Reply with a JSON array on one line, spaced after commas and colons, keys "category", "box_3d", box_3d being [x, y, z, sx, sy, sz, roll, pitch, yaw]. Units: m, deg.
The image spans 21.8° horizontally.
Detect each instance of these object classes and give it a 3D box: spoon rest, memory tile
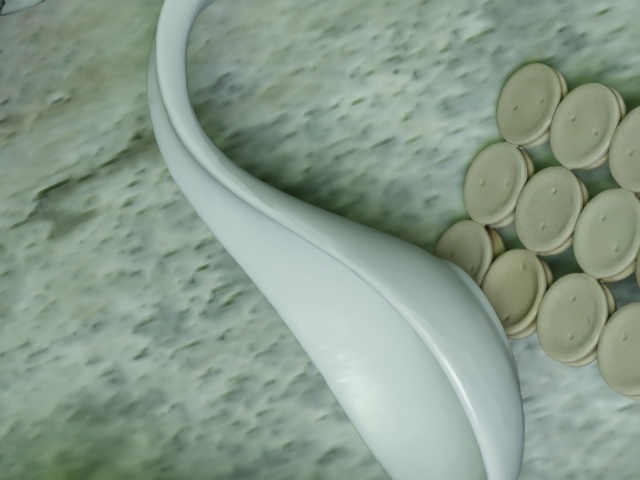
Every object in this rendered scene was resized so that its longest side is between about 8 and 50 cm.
[{"category": "spoon rest", "box_3d": [0.000, 0.000, 0.696, 0.084, 0.137, 0.276, -23, 78, -18]}, {"category": "memory tile", "box_3d": [0.106, -0.007, 0.670, 0.148, 0.012, 0.113, 29, 98, 52]}]

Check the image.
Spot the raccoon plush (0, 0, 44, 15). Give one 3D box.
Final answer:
[{"category": "raccoon plush", "box_3d": [-0.334, -0.164, 0.752, 0.299, 0.216, 0.446, -41, 77, 2]}]
